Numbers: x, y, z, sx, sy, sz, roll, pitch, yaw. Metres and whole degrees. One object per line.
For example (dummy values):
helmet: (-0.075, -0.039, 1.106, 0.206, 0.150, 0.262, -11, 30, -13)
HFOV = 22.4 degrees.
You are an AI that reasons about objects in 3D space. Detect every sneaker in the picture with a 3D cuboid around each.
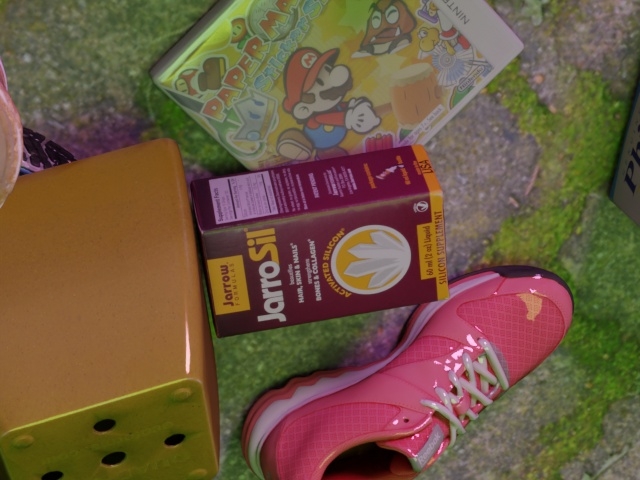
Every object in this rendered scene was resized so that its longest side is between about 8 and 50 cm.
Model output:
sneaker: (0.090, 0.142, 1.358, 0.314, 0.136, 0.116, -31, 121, -1)
sneaker: (-0.206, -0.029, 1.229, 0.162, 0.063, 0.073, 30, 107, -27)

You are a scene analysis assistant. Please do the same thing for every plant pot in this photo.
plant pot: (-0.172, 0.084, 1.180, 0.212, 0.187, 0.212, -16, 143, -9)

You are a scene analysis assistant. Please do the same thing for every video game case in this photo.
video game case: (0.016, -0.141, 1.262, 0.227, 0.026, 0.206, -44, 119, 7)

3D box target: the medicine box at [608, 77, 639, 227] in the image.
medicine box: (0.418, -0.118, 1.326, 0.289, 0.149, 0.263, 2, 114, -19)

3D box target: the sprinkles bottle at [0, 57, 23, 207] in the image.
sprinkles bottle: (-0.260, -0.120, 0.999, 0.121, 0.355, 0.121, -7, 116, -14)

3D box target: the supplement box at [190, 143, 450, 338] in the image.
supplement box: (0.000, 0.000, 1.264, 0.188, 0.081, 0.104, -10, 122, -4)
